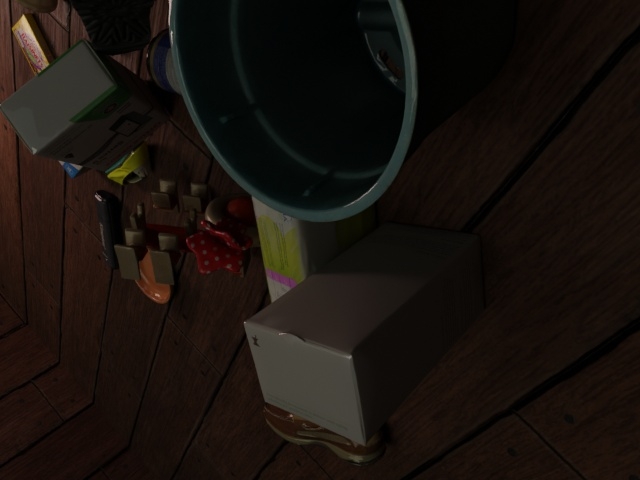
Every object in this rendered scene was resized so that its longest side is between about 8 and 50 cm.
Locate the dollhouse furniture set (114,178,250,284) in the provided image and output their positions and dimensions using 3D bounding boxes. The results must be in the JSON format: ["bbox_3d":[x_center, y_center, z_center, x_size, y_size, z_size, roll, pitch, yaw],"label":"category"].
[{"bbox_3d":[-0.291,-0.002,1.273,0.259,0.262,0.135,7,128,4],"label":"dollhouse furniture set"}]

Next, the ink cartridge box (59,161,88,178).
[{"bbox_3d":[-0.706,-0.301,1.571,0.134,0.078,0.231,-24,105,49],"label":"ink cartridge box"}]

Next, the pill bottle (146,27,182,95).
[{"bbox_3d":[-0.212,-0.321,1.069,0.219,0.123,0.122,22,129,32],"label":"pill bottle"}]

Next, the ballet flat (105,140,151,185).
[{"bbox_3d":[-0.474,-0.191,1.455,0.077,0.077,0.231,45,146,-21],"label":"ballet flat"}]

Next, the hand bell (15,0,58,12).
[{"bbox_3d":[-0.602,-0.640,1.273,0.242,0.126,0.126,-34,90,36],"label":"hand bell"}]

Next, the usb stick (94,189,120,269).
[{"bbox_3d":[-0.639,-0.029,1.727,0.077,0.045,0.278,32,134,24],"label":"usb stick"}]

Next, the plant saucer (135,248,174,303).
[{"bbox_3d":[-0.491,0.090,1.670,0.200,0.037,0.200,23,129,32],"label":"plant saucer"}]

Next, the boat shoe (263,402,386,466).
[{"bbox_3d":[0.008,0.418,1.358,0.324,0.122,0.120,7,115,31],"label":"boat shoe"}]

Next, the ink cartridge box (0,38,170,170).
[{"bbox_3d":[-0.467,-0.265,1.184,0.211,0.289,0.121,-37,87,5],"label":"ink cartridge box"}]

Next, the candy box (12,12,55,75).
[{"bbox_3d":[-0.764,-0.497,1.554,0.105,0.027,0.206,-11,108,43],"label":"candy box"}]

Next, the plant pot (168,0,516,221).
[{"bbox_3d":[0.055,-0.247,0.701,0.341,0.334,0.341,24,131,31],"label":"plant pot"}]

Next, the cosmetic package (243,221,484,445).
[{"bbox_3d":[0.086,0.114,0.882,0.197,0.365,0.155,12,123,40],"label":"cosmetic package"}]

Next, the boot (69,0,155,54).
[{"bbox_3d":[-0.384,-0.585,0.922,0.367,0.146,0.445,-18,86,66],"label":"boot"}]

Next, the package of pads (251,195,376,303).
[{"bbox_3d":[0.000,0.000,0.995,0.101,0.229,0.296,16,125,36],"label":"package of pads"}]

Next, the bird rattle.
[{"bbox_3d":[-0.144,-0.024,1.123,0.207,0.254,0.143,48,145,46],"label":"bird rattle"}]
